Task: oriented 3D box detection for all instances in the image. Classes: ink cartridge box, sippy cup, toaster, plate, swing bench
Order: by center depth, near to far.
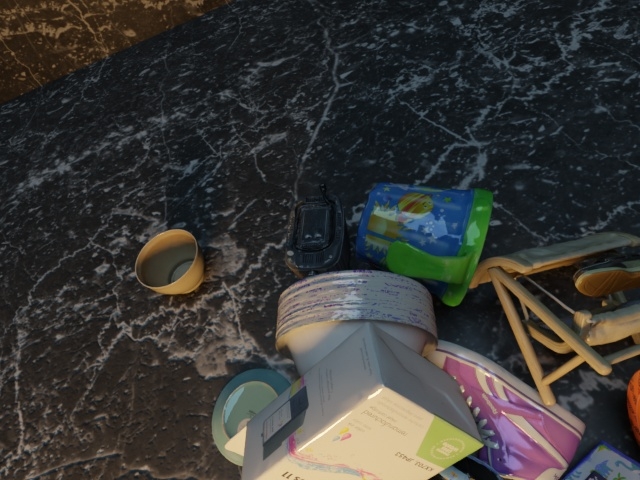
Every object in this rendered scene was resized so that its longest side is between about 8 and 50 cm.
[{"bbox_3d":[0.026,0.307,0.607,0.353,0.207,0.119,-45,24,21],"label":"ink cartridge box"},{"bbox_3d":[0.442,0.101,0.692,0.253,0.165,0.255,-11,54,-16],"label":"swing bench"},{"bbox_3d":[0.195,-0.013,0.815,0.224,0.305,0.240,16,76,13],"label":"sippy cup"},{"bbox_3d":[-0.137,0.352,0.823,0.188,0.024,0.188,-7,57,10],"label":"plate"},{"bbox_3d":[0.000,0.000,0.935,0.129,0.146,0.227,-4,58,12],"label":"toaster"}]

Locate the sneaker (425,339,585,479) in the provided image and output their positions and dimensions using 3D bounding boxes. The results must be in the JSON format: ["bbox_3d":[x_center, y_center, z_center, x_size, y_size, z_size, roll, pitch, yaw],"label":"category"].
[{"bbox_3d":[0.277,0.297,0.698,0.282,0.102,0.161,31,74,29],"label":"sneaker"}]

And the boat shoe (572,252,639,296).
[{"bbox_3d":[0.429,0.047,0.602,0.152,0.056,0.049,0,41,-20],"label":"boat shoe"}]

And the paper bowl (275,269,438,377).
[{"bbox_3d":[0.062,0.176,0.721,0.284,0.284,0.148,-6,57,12],"label":"paper bowl"}]

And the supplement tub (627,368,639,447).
[{"bbox_3d":[0.643,0.249,0.547,0.338,0.207,0.207,-4,57,8],"label":"supplement tub"}]

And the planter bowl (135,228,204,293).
[{"bbox_3d":[-0.358,0.069,1.014,0.162,0.109,0.162,-7,56,11],"label":"planter bowl"}]

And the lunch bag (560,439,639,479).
[{"bbox_3d":[0.445,0.397,0.596,0.129,0.096,0.151,-39,42,-7],"label":"lunch bag"}]

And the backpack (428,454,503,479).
[{"bbox_3d":[0.199,0.406,0.638,0.173,0.117,0.158,16,64,25],"label":"backpack"}]
